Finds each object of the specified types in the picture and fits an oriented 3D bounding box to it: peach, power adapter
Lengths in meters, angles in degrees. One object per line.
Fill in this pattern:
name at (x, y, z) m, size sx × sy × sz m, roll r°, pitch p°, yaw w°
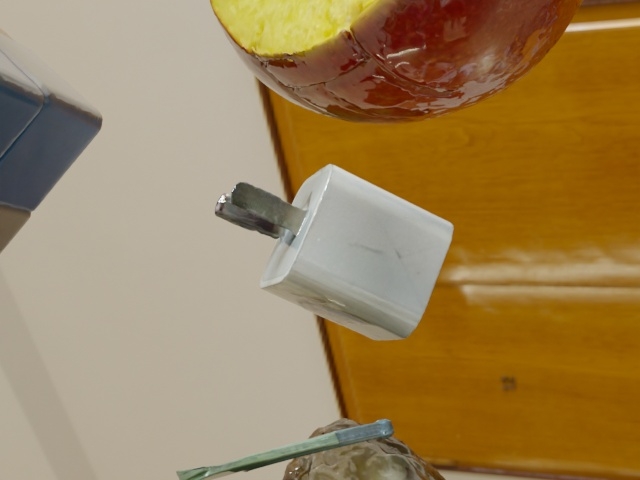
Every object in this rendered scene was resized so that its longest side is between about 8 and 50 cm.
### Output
peach at (0.064, -0.200, 0.588) m, size 0.245 × 0.275 × 0.248 m, roll -15°, pitch -70°, yaw -25°
power adapter at (0.000, 0.000, 0.868) m, size 0.125 × 0.205 × 0.130 m, roll -68°, pitch 11°, yaw -12°

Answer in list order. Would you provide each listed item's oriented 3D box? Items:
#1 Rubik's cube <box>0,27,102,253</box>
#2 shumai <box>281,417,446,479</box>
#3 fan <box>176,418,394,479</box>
Rubik's cube at (-0.456, -0.104, 0.725) m, size 0.347 × 0.346 × 0.344 m, roll -49°, pitch -14°, yaw 5°
shumai at (0.084, 0.323, 0.846) m, size 0.283 × 0.217 × 0.346 m, roll 119°, pitch 135°, yaw -67°
fan at (-0.018, 0.160, 0.691) m, size 0.193 × 0.038 × 0.016 m, roll -5°, pitch -104°, yaw -36°
